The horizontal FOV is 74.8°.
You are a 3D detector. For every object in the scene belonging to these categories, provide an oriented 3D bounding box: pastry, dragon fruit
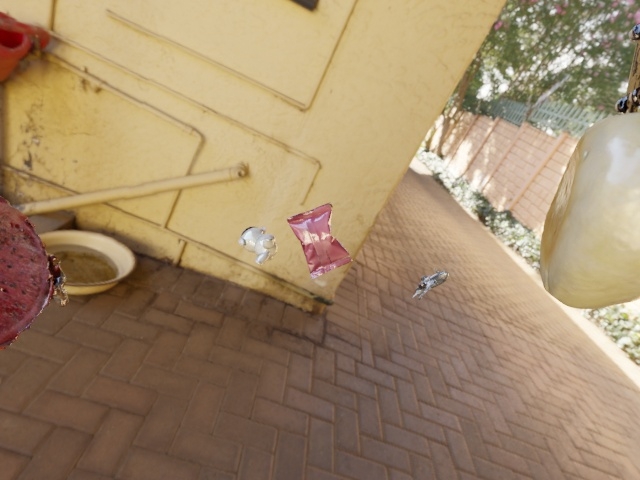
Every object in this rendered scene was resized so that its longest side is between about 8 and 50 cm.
[{"bbox_3d":[0.228,-0.020,0.319,0.092,0.156,0.156,23,20,24],"label":"pastry"},{"bbox_3d":[-0.629,0.063,0.654,0.314,0.262,0.296,58,29,-19],"label":"dragon fruit"}]

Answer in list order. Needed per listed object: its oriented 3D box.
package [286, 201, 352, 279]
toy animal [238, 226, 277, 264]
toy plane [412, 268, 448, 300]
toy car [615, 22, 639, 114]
[{"bbox_3d":[0.000,0.000,0.520,0.029,0.059,0.083,-136,-156,-81],"label":"package"},{"bbox_3d":[-0.144,0.010,1.033,0.124,0.071,0.085,28,10,40],"label":"toy animal"},{"bbox_3d":[0.206,0.080,0.789,0.031,0.083,0.078,41,40,2],"label":"toy plane"},{"bbox_3d":[0.716,-0.361,0.875,0.124,0.257,0.101,10,6,15],"label":"toy car"}]
